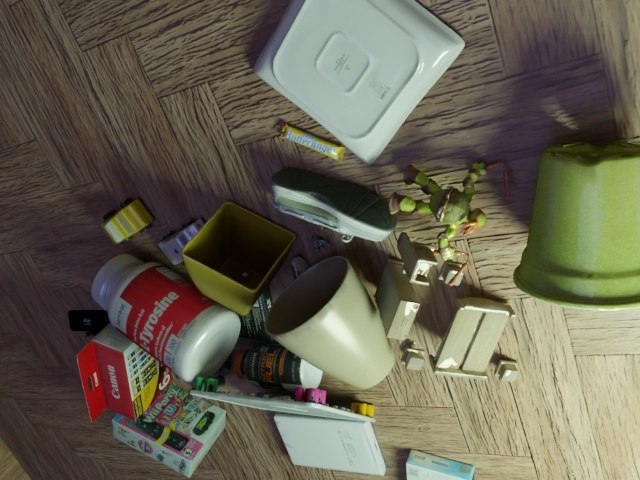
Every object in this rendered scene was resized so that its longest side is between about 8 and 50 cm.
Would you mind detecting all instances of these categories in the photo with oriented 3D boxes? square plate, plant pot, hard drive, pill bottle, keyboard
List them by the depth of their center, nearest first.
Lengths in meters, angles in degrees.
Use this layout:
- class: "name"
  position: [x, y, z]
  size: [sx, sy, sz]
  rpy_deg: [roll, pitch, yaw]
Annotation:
- class: "plant pot"
  position: [0.494, -0.043, 1.126]
  size: [0.275, 0.276, 0.254]
  rpy_deg: [3, 110, 26]
- class: "square plate"
  position: [0.055, -0.370, 1.261]
  size: [0.344, 0.049, 0.347]
  rpy_deg: [39, 130, 1]
- class: "plant pot"
  position: [0.049, 0.224, 1.487]
  size: [0.256, 0.256, 0.274]
  rpy_deg: [-27, 113, 37]
- class: "plant pot"
  position: [-0.212, 0.065, 1.589]
  size: [0.212, 0.212, 0.187]
  rpy_deg: [27, 142, 10]
- class: "pill bottle"
  position: [-0.448, 0.206, 1.753]
  size: [0.407, 0.229, 0.229]
  rpy_deg: [29, 130, 23]
- class: "pill bottle"
  position: [-0.127, 0.362, 1.767]
  size: [0.245, 0.130, 0.131]
  rpy_deg: [-3, 118, 29]
- class: "hard drive"
  position: [0.028, 0.626, 1.910]
  size: [0.318, 0.040, 0.210]
  rpy_deg: [-5, 117, 30]
- class: "keyboard"
  position: [-0.797, 0.288, 2.141]
  size: [0.192, 0.038, 0.100]
  rpy_deg: [-3, 95, 30]

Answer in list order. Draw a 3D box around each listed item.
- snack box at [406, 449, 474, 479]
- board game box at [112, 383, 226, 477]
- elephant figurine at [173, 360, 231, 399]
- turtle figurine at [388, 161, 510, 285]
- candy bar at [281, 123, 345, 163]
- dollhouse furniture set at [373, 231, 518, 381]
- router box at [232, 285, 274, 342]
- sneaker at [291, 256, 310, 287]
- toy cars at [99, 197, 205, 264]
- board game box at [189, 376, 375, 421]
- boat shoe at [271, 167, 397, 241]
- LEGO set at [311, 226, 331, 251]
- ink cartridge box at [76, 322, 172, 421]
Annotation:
- class: "snack box"
  position: [0.354, 0.771, 1.820]
  size: [0.187, 0.060, 0.322]
  rpy_deg: [8, 123, 24]
- class: "board game box"
  position: [-0.503, 0.614, 2.063]
  size: [0.303, 0.224, 0.098]
  rpy_deg: [21, 128, 14]
- class: "elephant figurine"
  position: [-0.412, 0.377, 1.922]
  size: [0.239, 0.169, 0.186]
  rpy_deg: [32, 101, 26]
- class: "turtle figurine"
  position: [0.251, -0.060, 1.273]
  size: [0.217, 0.087, 0.270]
  rpy_deg: [24, 94, 30]
- class: "candy bar"
  position: [-0.018, -0.224, 1.411]
  size: [0.161, 0.018, 0.040]
  rpy_deg: [24, 128, 11]
- class: "dollhouse furniture set"
  position: [0.326, 0.148, 1.454]
  size: [0.355, 0.174, 0.303]
  rpy_deg: [10, 118, -12]
- class: "router box"
  position: [-0.198, 0.201, 1.756]
  size: [0.133, 0.046, 0.179]
  rpy_deg: [6, 122, 24]
- class: "sneaker"
  position: [-0.054, 0.115, 1.621]
  size: [0.064, 0.061, 0.158]
  rpy_deg: [-3, 118, 36]
- class: "toy cars"
  position: [-0.480, -0.012, 1.741]
  size: [0.393, 0.087, 0.177]
  rpy_deg: [17, 126, 18]
- class: "board game box"
  position: [-0.093, 0.442, 1.705]
  size: [0.389, 0.050, 0.390]
  rpy_deg: [-1, 159, 28]
- class: "boat shoe"
  position: [0.026, -0.071, 1.429]
  size: [0.320, 0.118, 0.103]
  rpy_deg: [21, 133, 19]
- class: "LEGO set"
  position: [-0.002, -0.002, 1.539]
  size: [0.054, 0.023, 0.083]
  rpy_deg: [7, 123, 24]
- class: "ink cartridge box"
  position: [-0.613, 0.407, 1.957]
  size: [0.130, 0.272, 0.310]
  rpy_deg: [15, 126, 18]
